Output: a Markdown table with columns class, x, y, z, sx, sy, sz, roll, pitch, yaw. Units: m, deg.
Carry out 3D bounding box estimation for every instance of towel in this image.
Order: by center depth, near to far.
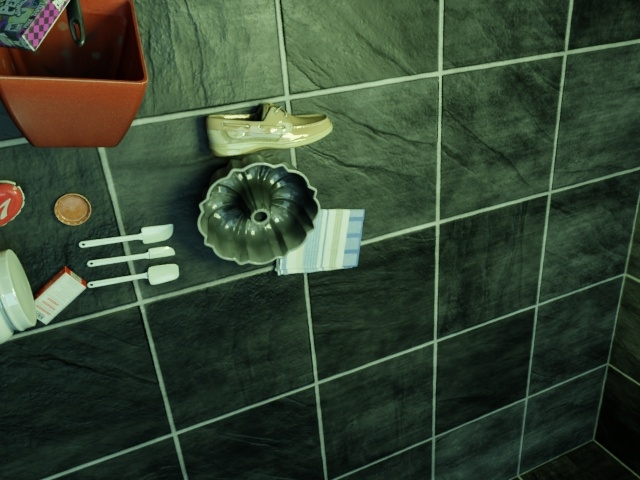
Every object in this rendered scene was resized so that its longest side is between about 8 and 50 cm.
| class | x | y | z | sx | sy | sz | roll | pitch | yaw |
| --- | --- | --- | --- | --- | --- | --- | --- | --- | --- |
| towel | 0.000 | 0.000 | 1.702 | 0.285 | 0.034 | 0.209 | -3 | 111 | -27 |

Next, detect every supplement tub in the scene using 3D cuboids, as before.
| class | x | y | z | sx | sy | sz | roll | pitch | yaw |
| --- | --- | --- | --- | --- | --- | --- | --- | --- | --- |
| supplement tub | -0.845 | 0.156 | 1.246 | 0.317 | 0.228 | 0.228 | -17 | 118 | -18 |

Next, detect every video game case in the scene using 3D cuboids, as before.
| class | x | y | z | sx | sy | sz | roll | pitch | yaw |
| --- | --- | --- | --- | --- | --- | --- | --- | --- | --- |
| video game case | -0.559 | -0.455 | 1.006 | 0.041 | 0.211 | 0.231 | 71 | 36 | -62 |

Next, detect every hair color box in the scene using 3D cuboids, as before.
| class | x | y | z | sx | sy | sz | roll | pitch | yaw |
| --- | --- | --- | --- | --- | --- | --- | --- | --- | --- |
| hair color box | -0.689 | 0.143 | 1.426 | 0.141 | 0.043 | 0.072 | -43 | 123 | -4 |

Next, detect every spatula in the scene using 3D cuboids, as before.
| class | x | y | z | sx | sy | sz | roll | pitch | yaw |
| --- | --- | --- | --- | --- | --- | --- | --- | --- | --- |
| spatula | -0.512 | 0.051 | 1.483 | 0.242 | 0.019 | 0.168 | -10 | 117 | -24 |

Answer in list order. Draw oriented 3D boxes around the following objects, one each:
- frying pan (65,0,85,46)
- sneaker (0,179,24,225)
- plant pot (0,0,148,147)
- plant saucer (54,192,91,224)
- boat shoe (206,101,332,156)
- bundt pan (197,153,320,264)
| class | x | y | z | sx | sy | sz | roll | pitch | yaw |
| --- | --- | --- | --- | --- | --- | --- | --- | --- | --- |
| frying pan | -0.477 | -0.552 | 1.078 | 0.197 | 0.053 | 0.326 | -39 | 79 | 9 |
| sneaker | -0.804 | -0.033 | 1.248 | 0.279 | 0.118 | 0.107 | -34 | 123 | -9 |
| plant pot | -0.523 | -0.339 | 1.153 | 0.268 | 0.267 | 0.235 | -5 | 149 | -24 |
| plant saucer | -0.622 | -0.079 | 1.378 | 0.084 | 0.013 | 0.083 | -10 | 115 | -21 |
| boat shoe | -0.129 | -0.305 | 1.451 | 0.342 | 0.121 | 0.110 | -14 | 118 | -18 |
| bundt pan | -0.174 | -0.097 | 1.491 | 0.331 | 0.124 | 0.330 | -10 | 130 | -12 |
